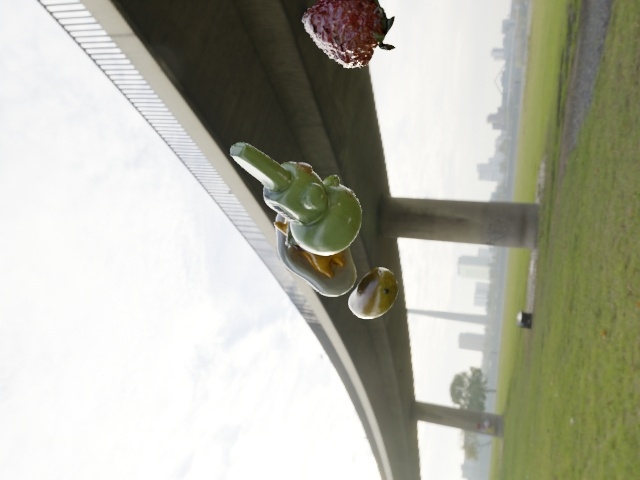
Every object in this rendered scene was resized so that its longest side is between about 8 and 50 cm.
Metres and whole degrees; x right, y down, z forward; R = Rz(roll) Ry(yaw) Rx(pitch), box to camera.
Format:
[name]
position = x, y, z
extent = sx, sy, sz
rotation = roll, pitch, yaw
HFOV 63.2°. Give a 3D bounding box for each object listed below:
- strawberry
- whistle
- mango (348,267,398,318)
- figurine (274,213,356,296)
[strawberry]
position = 0.043, -0.391, 0.933
extent = 0.192, 0.140, 0.085
rotation = 55, -152, 15
[whistle]
position = -0.024, -0.084, 0.889
extent = 0.294, 0.141, 0.141
rotation = 53, -138, -36
[mango]
position = 0.116, 0.123, 1.169
extent = 0.161, 0.076, 0.103
rotation = -44, 40, 51
[figurine]
position = 0.000, 0.000, 1.163
extent = 0.166, 0.250, 0.141
rotation = -41, -6, -21
